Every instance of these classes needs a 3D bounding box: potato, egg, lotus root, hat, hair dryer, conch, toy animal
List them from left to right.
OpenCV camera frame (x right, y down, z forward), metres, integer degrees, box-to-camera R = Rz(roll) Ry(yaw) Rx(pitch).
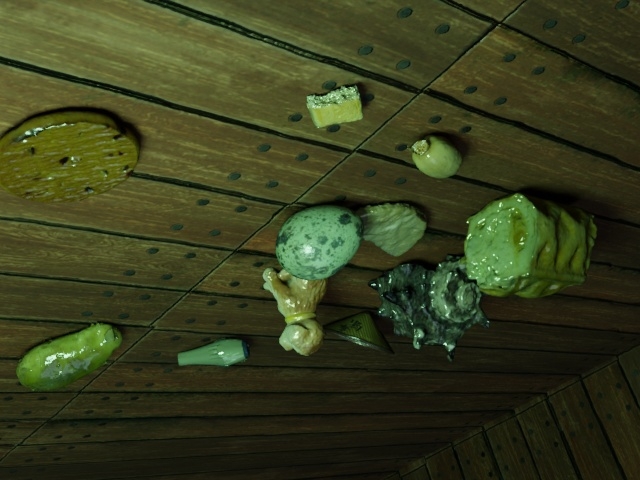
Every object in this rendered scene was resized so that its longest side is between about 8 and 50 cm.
[{"bbox_3d":[-0.510,0.237,1.845,0.225,0.090,0.117,-24,148,-3],"label":"potato"},{"bbox_3d":[-0.253,0.275,2.150,0.167,0.068,0.199,-4,167,-8],"label":"hair dryer"},{"bbox_3d":[-0.011,0.134,1.851,0.183,0.185,0.104,-17,152,-2],"label":"toy animal"},{"bbox_3d":[0.000,0.000,1.661,0.172,0.132,0.132,-29,154,-4],"label":"egg"},{"bbox_3d":[0.101,0.210,2.197,0.193,0.082,0.193,19,174,2],"label":"hat"},{"bbox_3d":[0.262,0.129,2.043,0.312,0.186,0.241,12,117,-17],"label":"conch"},{"bbox_3d":[0.203,-0.146,1.581,0.073,0.062,0.150,-32,152,25],"label":"lotus root"}]

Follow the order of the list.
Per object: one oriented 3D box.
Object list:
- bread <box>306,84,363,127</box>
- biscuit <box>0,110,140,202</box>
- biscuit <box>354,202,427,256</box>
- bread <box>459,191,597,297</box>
[{"bbox_3d":[0.023,-0.204,1.390,0.083,0.035,0.070,-14,154,7],"label":"bread"},{"bbox_3d":[-0.367,-0.118,1.306,0.212,0.036,0.212,-13,153,-7],"label":"biscuit"},{"bbox_3d":[0.143,-0.030,1.803,0.133,0.032,0.250,-29,151,22],"label":"biscuit"},{"bbox_3d":[0.439,0.016,1.911,0.196,0.239,0.252,14,177,45],"label":"bread"}]
